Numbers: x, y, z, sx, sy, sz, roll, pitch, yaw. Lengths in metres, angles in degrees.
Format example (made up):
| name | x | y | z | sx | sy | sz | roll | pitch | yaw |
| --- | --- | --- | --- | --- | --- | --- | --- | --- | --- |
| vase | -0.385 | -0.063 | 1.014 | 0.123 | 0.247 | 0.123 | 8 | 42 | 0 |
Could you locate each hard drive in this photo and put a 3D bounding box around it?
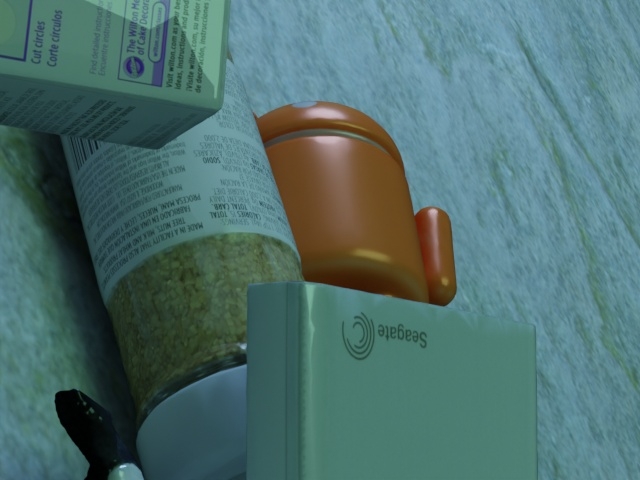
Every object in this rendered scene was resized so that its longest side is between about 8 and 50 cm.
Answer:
| name | x | y | z | sx | sy | sz | roll | pitch | yaw |
| --- | --- | --- | --- | --- | --- | --- | --- | --- | --- |
| hard drive | 0.044 | 0.209 | 0.995 | 0.233 | 0.047 | 0.353 | 13 | 74 | -54 |

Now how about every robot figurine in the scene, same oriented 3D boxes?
| name | x | y | z | sx | sy | sz | roll | pitch | yaw |
| --- | --- | --- | --- | --- | --- | --- | --- | --- | --- |
| robot figurine | -0.002 | -0.001 | 1.233 | 0.128 | 0.158 | 0.219 | 61 | 15 | -47 |

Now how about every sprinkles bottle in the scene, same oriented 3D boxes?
| name | x | y | z | sx | sy | sz | roll | pitch | yaw |
| --- | --- | --- | --- | --- | --- | --- | --- | --- | --- |
| sprinkles bottle | -0.078 | -0.010 | 1.119 | 0.121 | 0.121 | 0.355 | 22 | 42 | -49 |

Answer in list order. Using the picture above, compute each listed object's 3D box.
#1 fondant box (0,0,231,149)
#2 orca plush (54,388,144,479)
| name | x | y | z | sx | sy | sz | roll | pitch | yaw |
| --- | --- | --- | --- | --- | --- | --- | --- | --- | --- |
| fondant box | -0.203 | -0.189 | 0.889 | 0.330 | 0.096 | 0.238 | 9 | 78 | -23 |
| orca plush | -0.105 | 0.196 | 0.867 | 0.102 | 0.151 | 0.287 | 0 | 57 | -22 |
